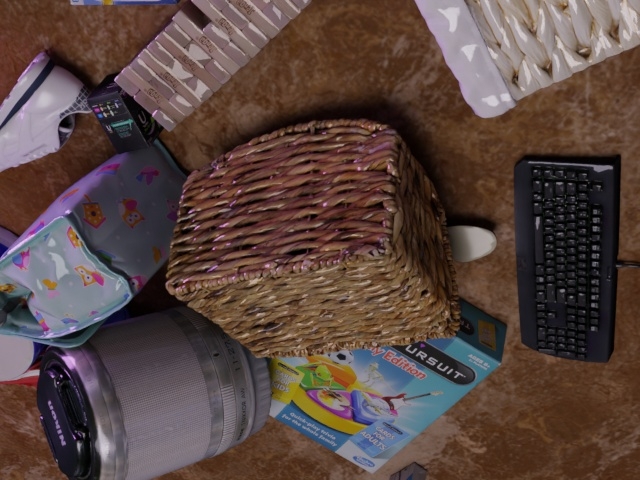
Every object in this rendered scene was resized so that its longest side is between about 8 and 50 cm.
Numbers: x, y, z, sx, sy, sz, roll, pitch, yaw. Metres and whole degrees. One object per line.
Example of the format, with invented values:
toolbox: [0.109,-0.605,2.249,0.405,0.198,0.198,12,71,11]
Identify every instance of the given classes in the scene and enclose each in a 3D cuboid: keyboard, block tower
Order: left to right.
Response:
block tower: [-0.094,-0.248,0.980,0.091,0.097,0.335,42,130,-16]
keyboard: [0.342,0.034,1.110,0.202,0.033,0.317,1,130,18]

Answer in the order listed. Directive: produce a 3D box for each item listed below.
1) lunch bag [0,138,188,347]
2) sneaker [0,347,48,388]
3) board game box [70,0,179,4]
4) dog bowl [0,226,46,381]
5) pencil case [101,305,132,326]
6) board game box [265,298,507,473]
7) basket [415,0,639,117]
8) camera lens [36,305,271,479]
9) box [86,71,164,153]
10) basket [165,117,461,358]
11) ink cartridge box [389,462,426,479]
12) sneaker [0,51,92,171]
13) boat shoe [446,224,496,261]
lunch bag: [-0.302,0.015,1.183,0.262,0.223,0.160,-31,106,36]
sneaker: [-0.462,0.242,1.522,0.221,0.087,0.128,-5,125,24]
board game box: [-0.231,-0.355,0.976,0.136,0.035,0.201,3,129,16]
dog bowl: [-0.543,0.095,1.412,0.265,0.104,0.265,10,131,11]
pencil case: [-0.315,0.238,1.447,0.133,0.119,0.306,25,142,40]
board game box: [0.060,0.175,1.290,0.254,0.079,0.336,31,132,-8]
basket: [0.176,-0.335,0.669,0.266,0.331,0.328,-19,121,24]
camera lens: [-0.235,0.213,1.252,0.219,0.274,0.219,22,118,50]
box: [-0.239,-0.161,1.123,0.052,0.062,0.083,-9,125,26]
basket: [0.000,0.000,1.095,0.299,0.213,0.223,-12,146,26]
ink cartridge box: [0.134,0.404,1.476,0.028,0.048,0.083,36,130,-12]
sneaker: [-0.384,-0.140,1.180,0.095,0.090,0.235,34,133,-23]
boat shoe: [0.159,0.003,1.141,0.133,0.042,0.049,-11,104,27]
